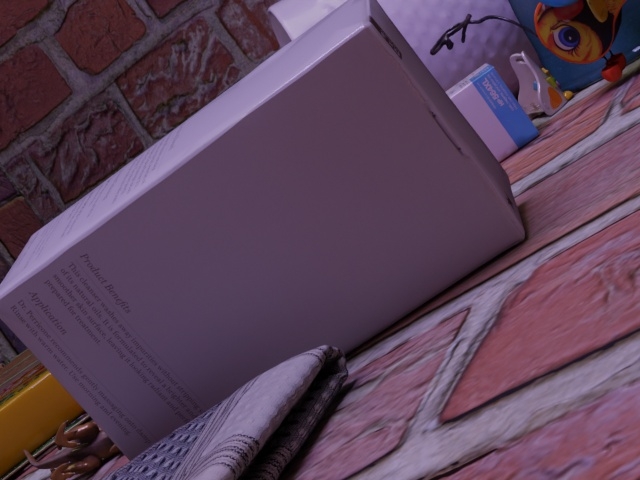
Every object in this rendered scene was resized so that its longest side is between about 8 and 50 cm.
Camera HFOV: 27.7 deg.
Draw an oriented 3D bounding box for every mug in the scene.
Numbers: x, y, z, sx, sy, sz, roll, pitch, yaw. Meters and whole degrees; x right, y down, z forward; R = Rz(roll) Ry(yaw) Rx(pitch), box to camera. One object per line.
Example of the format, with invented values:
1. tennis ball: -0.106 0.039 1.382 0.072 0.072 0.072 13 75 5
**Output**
1. mug: 0.132 -0.268 1.768 0.328 0.276 0.374 -28 9 -2

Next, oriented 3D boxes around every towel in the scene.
1. towel: -0.149 0.206 0.874 0.312 0.056 0.324 -32 8 27

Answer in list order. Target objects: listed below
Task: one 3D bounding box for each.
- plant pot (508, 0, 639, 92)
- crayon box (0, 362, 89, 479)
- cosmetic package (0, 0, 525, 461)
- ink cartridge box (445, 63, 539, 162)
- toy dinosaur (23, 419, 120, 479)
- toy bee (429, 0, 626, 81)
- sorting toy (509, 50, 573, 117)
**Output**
1. plant pot: 0.316 -0.349 1.500 0.271 0.255 0.271 -36 6 5
2. crayon box: -0.402 0.241 1.778 0.202 0.081 0.318 -38 7 -16
3. cosmetic package: -0.051 -0.003 1.071 0.385 0.217 0.156 -33 17 12
4. ink cartridge box: 0.151 -0.115 1.418 0.143 0.090 0.092 -35 7 7
5. toy dinosaur: -0.241 0.215 1.319 0.211 0.064 0.112 -24 -7 20
6. toy bee: 0.276 -0.252 1.318 0.195 0.162 0.298 -51 6 -33
7. sorting toy: 0.243 -0.181 1.471 0.045 0.075 0.083 -37 7 -4
